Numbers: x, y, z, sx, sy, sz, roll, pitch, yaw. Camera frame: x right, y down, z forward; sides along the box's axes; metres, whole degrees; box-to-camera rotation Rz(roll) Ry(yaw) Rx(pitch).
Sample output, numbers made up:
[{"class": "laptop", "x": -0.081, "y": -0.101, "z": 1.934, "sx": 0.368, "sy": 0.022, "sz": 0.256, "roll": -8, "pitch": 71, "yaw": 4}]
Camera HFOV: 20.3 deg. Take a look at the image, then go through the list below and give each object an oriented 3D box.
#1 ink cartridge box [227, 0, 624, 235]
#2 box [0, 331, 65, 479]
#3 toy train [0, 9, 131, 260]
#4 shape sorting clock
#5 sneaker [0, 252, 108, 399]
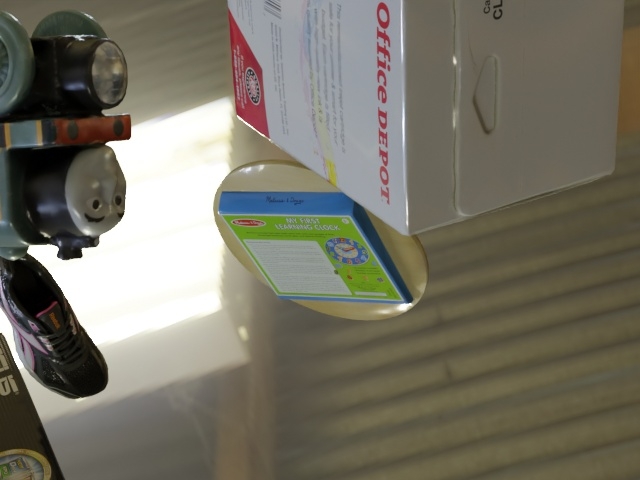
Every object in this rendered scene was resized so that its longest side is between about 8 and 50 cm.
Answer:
[{"class": "ink cartridge box", "x": 0.048, "y": -0.102, "z": 0.881, "sx": 0.127, "sy": 0.128, "sz": 0.176, "roll": -16, "pitch": -149, "yaw": -25}, {"class": "box", "x": -0.370, "y": 0.222, "z": 1.731, "sx": 0.216, "sy": 0.060, "sz": 0.270, "roll": -20, "pitch": -140, "yaw": -12}, {"class": "toy train", "x": -0.289, "y": -0.077, "z": 1.378, "sx": 0.334, "sy": 0.190, "sz": 0.142, "roll": -1, "pitch": -174, "yaw": 28}, {"class": "shape sorting clock", "x": 0.000, "y": 0.000, "z": 1.592, "sx": 0.206, "sy": 0.206, "sz": 0.040, "roll": 3, "pitch": -127, "yaw": 32}, {"class": "sneaker", "x": -0.261, "y": 0.080, "z": 1.694, "sx": 0.072, "sy": 0.178, "sz": 0.077, "roll": -42, "pitch": -162, "yaw": -18}]
